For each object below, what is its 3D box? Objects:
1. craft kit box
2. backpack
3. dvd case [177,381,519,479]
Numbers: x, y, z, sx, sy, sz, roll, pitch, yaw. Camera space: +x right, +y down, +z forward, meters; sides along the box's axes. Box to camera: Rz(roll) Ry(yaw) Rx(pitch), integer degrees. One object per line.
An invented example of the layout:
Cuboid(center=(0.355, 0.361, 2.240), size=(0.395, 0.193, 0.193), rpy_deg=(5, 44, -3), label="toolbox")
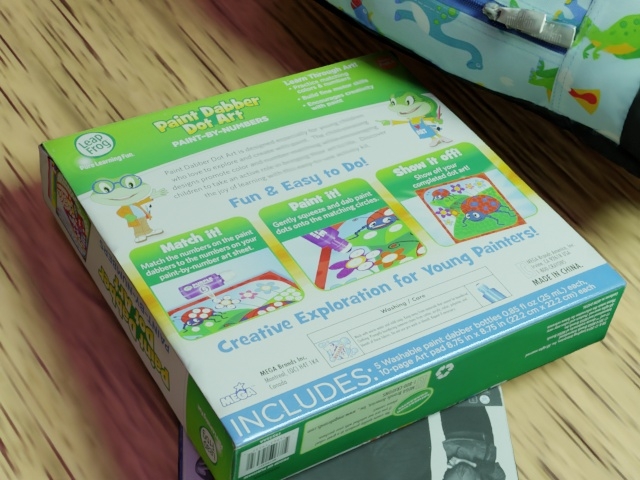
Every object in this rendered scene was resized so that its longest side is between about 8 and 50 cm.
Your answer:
Cuboid(center=(0.000, 0.000, 0.687), size=(0.250, 0.061, 0.246), rpy_deg=(-18, 52, -25), label="craft kit box")
Cuboid(center=(0.136, -0.214, 0.795), size=(0.355, 0.273, 0.290), rpy_deg=(18, 37, 25), label="backpack")
Cuboid(center=(0.019, 0.175, 0.582), size=(0.179, 0.029, 0.238), rpy_deg=(1, 51, -7), label="dvd case")
